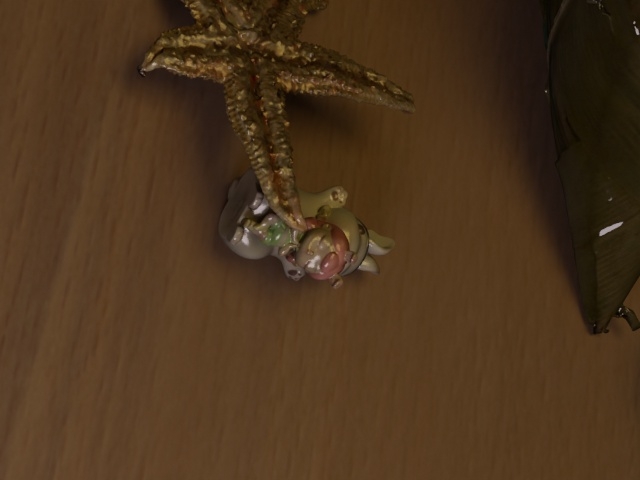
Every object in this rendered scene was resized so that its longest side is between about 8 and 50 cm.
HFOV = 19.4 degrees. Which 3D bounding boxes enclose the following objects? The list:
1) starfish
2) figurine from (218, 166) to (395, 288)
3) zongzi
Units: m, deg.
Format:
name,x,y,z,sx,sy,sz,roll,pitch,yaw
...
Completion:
name,x,y,z,sx,sy,sz,roll,pitch,yaw
starfish,-0.031,-0.138,1.475,0.231,0.048,0.295,-7,59,-36
figurine,-0.006,0.008,1.462,0.146,0.081,0.098,27,36,-20
zongzi,0.297,-0.161,1.524,0.181,0.447,0.418,5,77,-8
